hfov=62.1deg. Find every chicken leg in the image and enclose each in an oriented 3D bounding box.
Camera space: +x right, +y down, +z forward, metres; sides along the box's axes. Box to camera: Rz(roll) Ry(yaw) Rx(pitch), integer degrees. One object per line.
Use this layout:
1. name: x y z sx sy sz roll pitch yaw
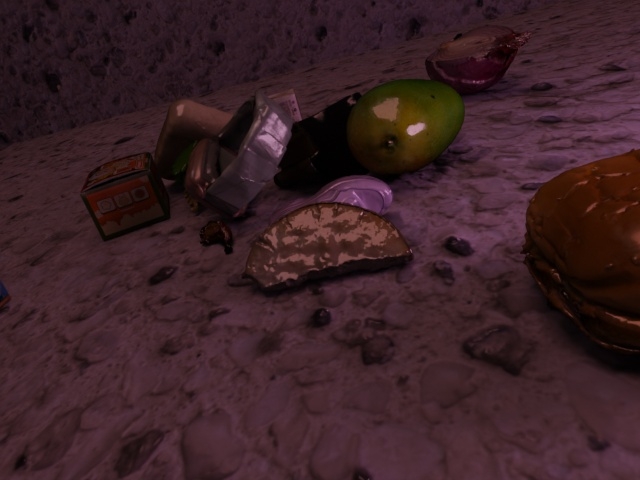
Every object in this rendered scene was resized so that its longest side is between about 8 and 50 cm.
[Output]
1. chicken leg: -0.216 -0.010 1.120 0.145 0.037 0.062 14 61 48

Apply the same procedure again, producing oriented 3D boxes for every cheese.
1. cheese: -0.307 -0.254 1.533 0.350 0.130 0.328 8 -24 -35

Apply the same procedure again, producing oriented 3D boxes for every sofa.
1. sofa: 0.009 -0.226 1.323 0.258 0.182 0.200 -35 14 -34

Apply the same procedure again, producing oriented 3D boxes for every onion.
1. onion: 0.491 -0.527 1.594 0.267 0.159 0.348 -36 28 -12

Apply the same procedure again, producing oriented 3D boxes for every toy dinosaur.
1. toy dinosaur: -0.283 -0.166 1.371 0.194 0.177 0.152 -49 30 -3

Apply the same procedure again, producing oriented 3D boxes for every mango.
1. mango: 0.198 -0.270 1.209 0.225 0.201 0.382 -7 23 38

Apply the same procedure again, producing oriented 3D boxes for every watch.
1. watch: -0.165 -0.200 1.194 0.241 0.161 0.253 -34 40 30

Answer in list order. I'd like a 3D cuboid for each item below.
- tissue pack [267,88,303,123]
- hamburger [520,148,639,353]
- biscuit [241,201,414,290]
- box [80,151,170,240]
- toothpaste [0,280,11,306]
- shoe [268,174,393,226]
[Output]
1. tissue pack: -0.111 -0.387 1.677 0.106 0.149 0.099 -16 26 1
2. hamburger: 0.391 0.002 0.603 0.318 0.158 0.319 -15 25 7
3. biscuit: 0.000 -0.001 0.886 0.289 0.038 0.141 -13 66 9
4. box: -0.503 -0.124 1.385 0.177 0.148 0.195 -21 26 -7
5. toothpaste: -0.712 0.145 1.060 0.044 0.070 0.193 -8 27 14
6. shoe: 0.023 -0.040 0.982 0.244 0.095 0.138 -19 29 2
